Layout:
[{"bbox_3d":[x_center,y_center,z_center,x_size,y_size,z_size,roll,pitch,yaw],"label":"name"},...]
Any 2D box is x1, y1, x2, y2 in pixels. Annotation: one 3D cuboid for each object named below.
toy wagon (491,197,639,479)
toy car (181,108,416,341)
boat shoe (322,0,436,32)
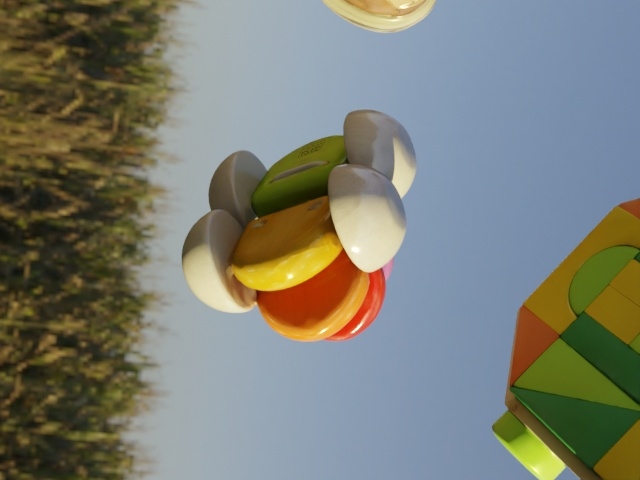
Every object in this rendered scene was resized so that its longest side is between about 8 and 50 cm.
[{"bbox_3d":[0.261,0.088,0.718,0.267,0.068,0.344,-47,-147,2],"label":"toy wagon"},{"bbox_3d":[0.000,0.000,0.854,0.136,0.159,0.182,60,25,-28],"label":"toy car"},{"bbox_3d":[-0.035,-0.301,1.021,0.116,0.324,0.123,110,6,-81],"label":"boat shoe"}]
